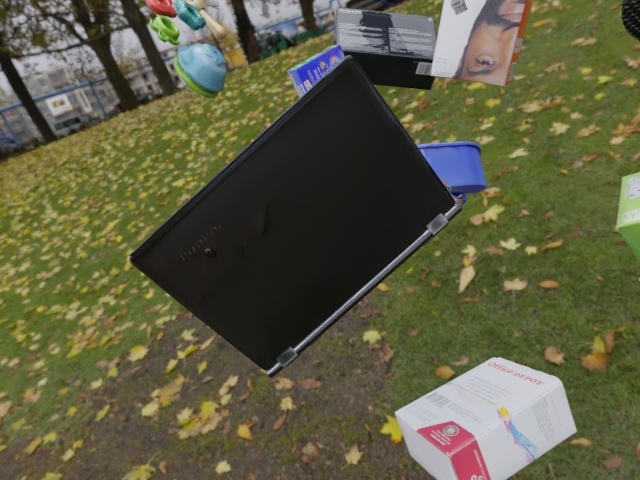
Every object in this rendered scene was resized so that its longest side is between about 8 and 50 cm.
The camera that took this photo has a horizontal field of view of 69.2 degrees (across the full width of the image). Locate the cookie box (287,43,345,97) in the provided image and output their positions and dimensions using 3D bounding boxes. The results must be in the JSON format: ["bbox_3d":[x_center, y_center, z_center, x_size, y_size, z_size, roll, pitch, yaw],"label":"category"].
[{"bbox_3d":[0.005,-0.308,0.889,0.107,0.092,0.040,-36,26,-18],"label":"cookie box"}]

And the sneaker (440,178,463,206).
[{"bbox_3d":[0.261,-0.117,1.086,0.065,0.157,0.061,-58,-11,-3],"label":"sneaker"}]

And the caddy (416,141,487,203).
[{"bbox_3d":[0.325,-0.201,1.392,0.341,0.179,0.241,-7,-16,-17],"label":"caddy"}]

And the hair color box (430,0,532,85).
[{"bbox_3d":[0.192,-0.272,0.536,0.093,0.167,0.053,17,28,25],"label":"hair color box"}]

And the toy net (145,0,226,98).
[{"bbox_3d":[-0.180,-0.291,0.604,0.045,0.122,0.232,-37,51,29],"label":"toy net"}]

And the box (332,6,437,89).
[{"bbox_3d":[0.164,-0.496,1.200,0.261,0.103,0.185,5,59,-3],"label":"box"}]

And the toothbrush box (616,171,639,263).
[{"bbox_3d":[0.604,-0.023,0.635,0.283,0.206,0.122,-19,33,48],"label":"toothbrush box"}]

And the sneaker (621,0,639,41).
[{"bbox_3d":[0.495,-0.316,0.654,0.075,0.161,0.057,-66,9,-18],"label":"sneaker"}]

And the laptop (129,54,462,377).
[{"bbox_3d":[0.000,0.000,0.754,0.382,0.236,0.408,-41,-9,3],"label":"laptop"}]

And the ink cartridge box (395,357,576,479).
[{"bbox_3d":[0.357,0.401,1.028,0.306,0.131,0.226,-21,7,-16],"label":"ink cartridge box"}]
